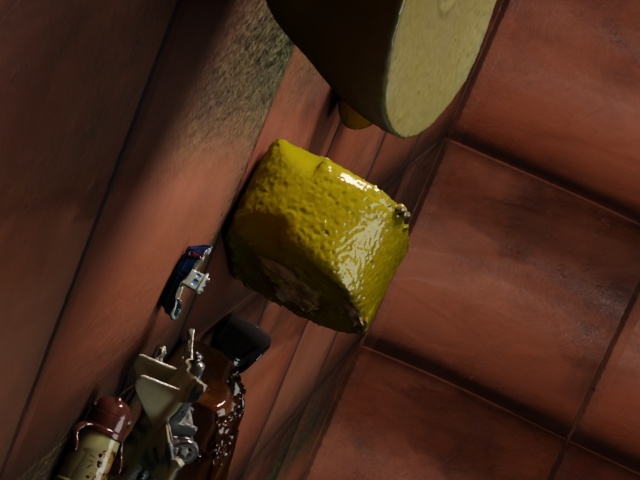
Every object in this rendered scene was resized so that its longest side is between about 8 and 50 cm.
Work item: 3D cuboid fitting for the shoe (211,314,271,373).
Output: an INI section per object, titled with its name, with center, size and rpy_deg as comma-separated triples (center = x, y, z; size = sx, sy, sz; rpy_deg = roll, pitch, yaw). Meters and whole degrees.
[shoe]
center = -0.106, 0.132, 2.150
size = 0.053, 0.062, 0.159
rpy_deg = -54, 176, 12

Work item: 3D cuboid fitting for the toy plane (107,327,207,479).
[toy plane]
center = -0.177, 0.215, 1.808
size = 0.192, 0.088, 0.262
rpy_deg = -105, -146, -55

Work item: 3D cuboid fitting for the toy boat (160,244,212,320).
[toy boat]
center = -0.129, 0.041, 1.771
size = 0.083, 0.038, 0.038
rpy_deg = -64, 173, -2

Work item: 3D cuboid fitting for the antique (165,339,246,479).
[antique]
center = -0.155, 0.248, 2.027
size = 0.087, 0.093, 0.310
rpy_deg = -58, 169, -46

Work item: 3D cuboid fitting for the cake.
[cake]
center = 0.000, 0.000, 1.992
size = 0.260, 0.179, 0.156
rpy_deg = 88, 26, -75

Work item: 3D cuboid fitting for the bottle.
[bottle]
center = -0.207, 0.190, 1.655
size = 0.101, 0.047, 0.063
rpy_deg = -65, 162, -11

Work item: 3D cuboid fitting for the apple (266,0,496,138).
[apple]
center = 0.089, -0.271, 1.399
size = 0.311, 0.320, 0.360
rpy_deg = -27, 180, 21

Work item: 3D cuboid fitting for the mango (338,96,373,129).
[mango]
center = 0.073, -0.204, 2.219
size = 0.111, 0.089, 0.163
rpy_deg = -40, 171, -24
